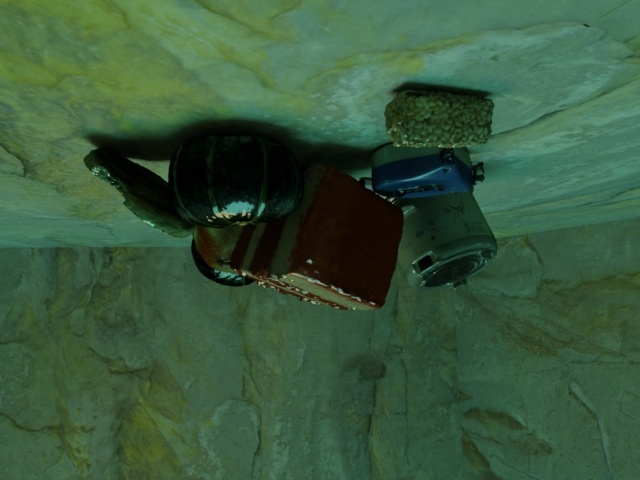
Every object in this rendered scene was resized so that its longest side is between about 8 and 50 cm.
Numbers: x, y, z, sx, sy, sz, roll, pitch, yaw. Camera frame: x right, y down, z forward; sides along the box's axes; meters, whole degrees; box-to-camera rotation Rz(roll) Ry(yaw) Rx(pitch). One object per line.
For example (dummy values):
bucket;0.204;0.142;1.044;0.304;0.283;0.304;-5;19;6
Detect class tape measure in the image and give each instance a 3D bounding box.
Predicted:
tape measure;0.185;-0.152;0.954;0.215;0.098;0.351;-5;171;28

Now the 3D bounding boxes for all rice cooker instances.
rice cooker;0.296;-0.033;1.249;0.316;0.317;0.264;2;148;-39

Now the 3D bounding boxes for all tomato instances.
tomato;-0.203;-0.031;1.322;0.303;0.239;0.303;-5;173;-1

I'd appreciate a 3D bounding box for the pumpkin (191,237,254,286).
pumpkin;-0.306;0.036;1.724;0.315;0.238;0.315;-10;138;-9

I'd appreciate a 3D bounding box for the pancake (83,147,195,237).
pancake;-0.338;-0.096;0.936;0.253;0.037;0.253;40;-171;-7

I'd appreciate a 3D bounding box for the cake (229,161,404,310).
cake;0.000;0.000;1.087;0.269;0.270;0.319;26;167;-31

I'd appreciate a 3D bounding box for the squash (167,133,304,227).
squash;-0.156;-0.109;0.900;0.252;0.165;0.252;-6;177;0

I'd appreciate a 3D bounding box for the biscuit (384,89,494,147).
biscuit;0.178;-0.180;0.720;0.168;0.082;0.070;-4;-173;-23

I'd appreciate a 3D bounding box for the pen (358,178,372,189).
pen;0.219;-0.147;1.346;0.269;0.033;0.033;1;174;-32
